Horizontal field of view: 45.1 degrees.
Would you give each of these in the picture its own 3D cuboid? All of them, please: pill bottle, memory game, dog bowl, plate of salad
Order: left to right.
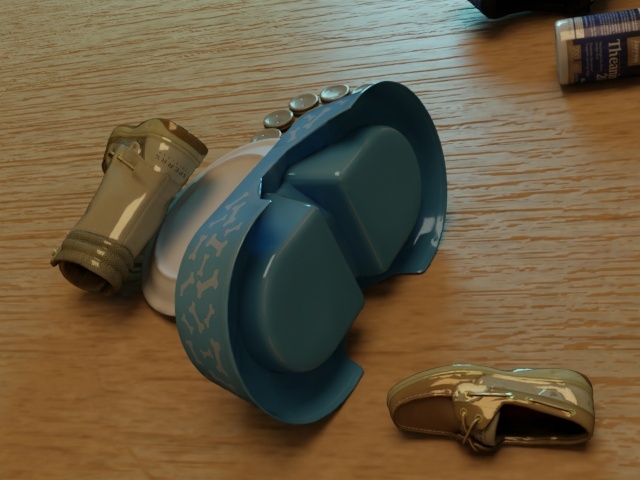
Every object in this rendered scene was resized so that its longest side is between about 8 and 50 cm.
[{"bbox_3d":[-0.083,-0.012,0.710,0.199,0.048,0.200,-25,42,24],"label":"plate of salad"},{"bbox_3d":[0.000,0.000,0.596,0.074,0.166,0.297,1,41,38],"label":"dog bowl"},{"bbox_3d":[0.012,-0.122,0.845,0.186,0.012,0.186,-11,39,9],"label":"memory game"},{"bbox_3d":[0.302,-0.198,0.782,0.120,0.067,0.067,-5,41,16],"label":"pill bottle"}]

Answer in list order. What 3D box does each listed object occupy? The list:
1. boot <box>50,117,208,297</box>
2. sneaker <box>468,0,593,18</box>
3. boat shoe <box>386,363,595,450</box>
[{"bbox_3d":[-0.201,-0.029,0.756,0.213,0.077,0.165,-2,57,61],"label":"boot"},{"bbox_3d":[0.323,-0.335,0.916,0.329,0.130,0.147,-18,53,4],"label":"sneaker"},{"bbox_3d":[0.109,0.112,0.502,0.135,0.050,0.045,-7,35,13],"label":"boat shoe"}]
